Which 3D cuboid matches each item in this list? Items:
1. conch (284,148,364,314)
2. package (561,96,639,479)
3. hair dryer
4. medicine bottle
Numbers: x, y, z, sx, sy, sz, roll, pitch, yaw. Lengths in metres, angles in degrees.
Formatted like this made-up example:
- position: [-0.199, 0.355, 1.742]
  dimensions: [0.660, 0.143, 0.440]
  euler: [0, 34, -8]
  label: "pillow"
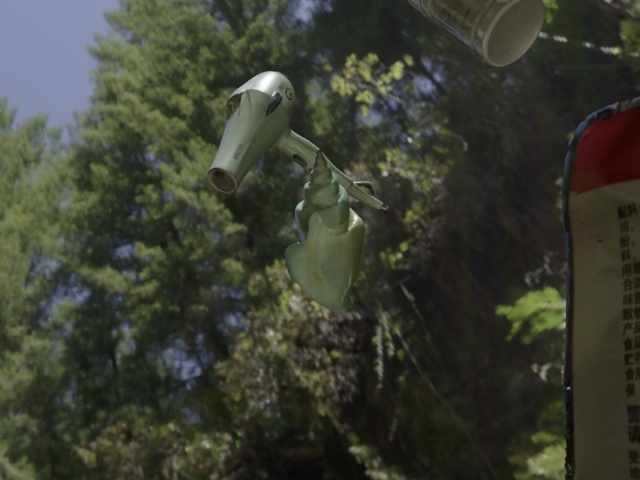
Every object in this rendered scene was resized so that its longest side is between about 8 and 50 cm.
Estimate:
- position: [0.007, -0.001, 1.024]
  dimensions: [0.065, 0.088, 0.180]
  euler: [-1, -64, 17]
  label: "conch"
- position: [0.135, 0.061, 0.314]
  dimensions: [0.154, 0.239, 0.030]
  euler: [-7, -16, 39]
  label: "package"
- position: [-0.031, -0.065, 1.087]
  dimensions: [0.199, 0.167, 0.067]
  euler: [49, -46, -6]
  label: "hair dryer"
- position: [0.109, -0.170, 0.771]
  dimensions: [0.058, 0.091, 0.058]
  euler: [-26, -38, -23]
  label: "medicine bottle"
